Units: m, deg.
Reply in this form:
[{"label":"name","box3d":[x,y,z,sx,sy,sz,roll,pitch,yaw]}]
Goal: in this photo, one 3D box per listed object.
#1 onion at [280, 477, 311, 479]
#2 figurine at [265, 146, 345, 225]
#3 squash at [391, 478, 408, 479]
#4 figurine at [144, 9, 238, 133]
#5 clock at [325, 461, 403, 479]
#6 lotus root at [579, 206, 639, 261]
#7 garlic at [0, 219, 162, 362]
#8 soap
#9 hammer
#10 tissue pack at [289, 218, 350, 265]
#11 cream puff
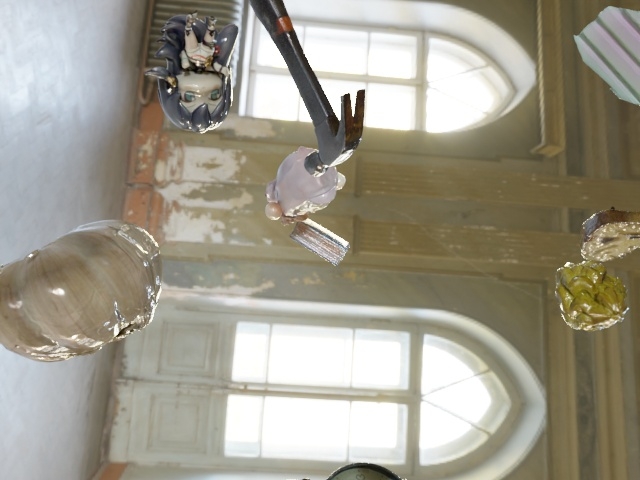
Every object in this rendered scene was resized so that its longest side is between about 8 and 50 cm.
[{"label":"onion","box3d":[-0.056,0.594,1.088,0.221,0.281,0.281,43,-46,53]},{"label":"figurine","box3d":[-0.046,-0.115,1.200,0.133,0.200,0.276,64,-20,0]},{"label":"squash","box3d":[0.208,0.596,1.261,0.105,0.105,0.132,-100,164,-79]},{"label":"figurine","box3d":[-0.272,-0.372,1.190,0.197,0.175,0.265,-95,-161,-63]},{"label":"clock","box3d":[0.133,0.783,1.509,0.325,0.325,0.067,-89,-168,-47]},{"label":"lotus root","box3d":[0.877,-0.024,1.606,0.261,0.170,0.074,130,-19,-56]},{"label":"garlic","box3d":[-0.298,0.065,0.675,0.228,0.228,0.152,-95,164,-72]},{"label":"soap","box3d":[0.668,-0.392,1.147,0.230,0.091,0.145,57,-44,15]},{"label":"hammer","box3d":[-0.032,-0.231,0.664,0.137,0.037,0.290,-25,-91,59]},{"label":"tissue pack","box3d":[0.000,0.000,1.482,0.065,0.155,0.115,-61,177,10]},{"label":"cream puff","box3d":[0.520,0.101,1.028,0.116,0.146,0.146,-17,-117,48]}]
